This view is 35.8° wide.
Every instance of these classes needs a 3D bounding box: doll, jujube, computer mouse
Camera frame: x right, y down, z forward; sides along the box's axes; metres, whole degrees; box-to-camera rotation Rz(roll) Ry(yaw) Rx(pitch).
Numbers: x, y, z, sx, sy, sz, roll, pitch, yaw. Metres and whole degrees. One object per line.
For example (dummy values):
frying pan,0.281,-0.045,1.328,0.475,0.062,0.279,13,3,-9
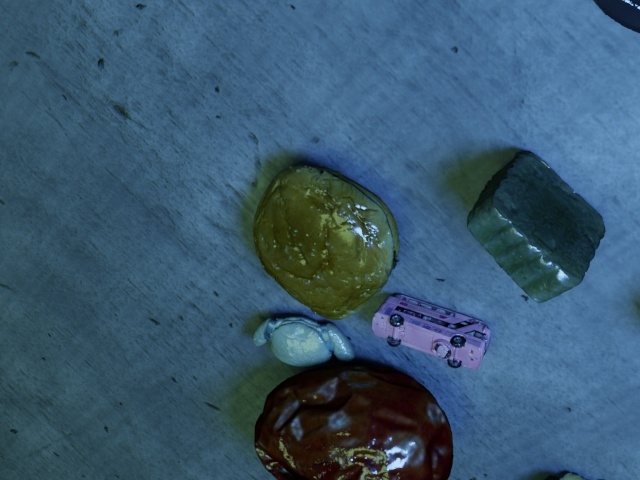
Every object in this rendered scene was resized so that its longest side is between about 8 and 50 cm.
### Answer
doll,-0.037,0.194,1.906,0.214,0.071,0.103,7,126,20
jujube,0.059,0.366,1.843,0.377,0.276,0.276,-12,114,35
computer mouse,0.412,-0.327,1.294,0.172,0.057,0.099,34,130,1

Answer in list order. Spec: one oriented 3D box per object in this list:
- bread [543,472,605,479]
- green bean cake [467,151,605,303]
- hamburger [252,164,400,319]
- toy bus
bread,0.520,0.570,1.666,0.405,0.345,0.242,-11,119,42
green bean cake,0.318,-0.023,1.475,0.185,0.183,0.094,47,135,-6
hamburger,0.001,0.002,1.712,0.266,0.134,0.284,35,130,3
toy bus,0.195,0.157,1.733,0.203,0.090,0.063,19,129,19
